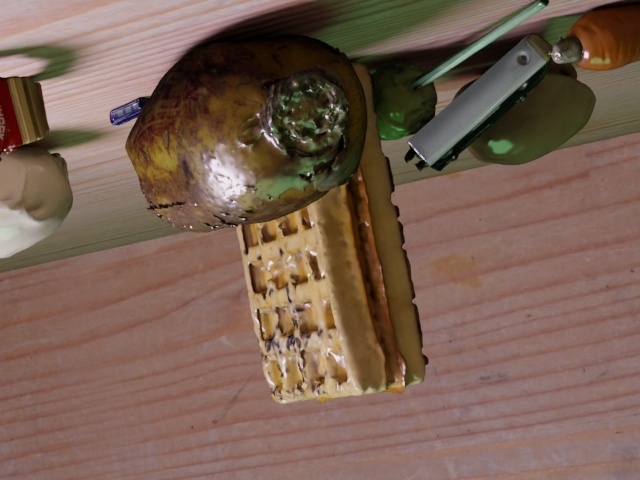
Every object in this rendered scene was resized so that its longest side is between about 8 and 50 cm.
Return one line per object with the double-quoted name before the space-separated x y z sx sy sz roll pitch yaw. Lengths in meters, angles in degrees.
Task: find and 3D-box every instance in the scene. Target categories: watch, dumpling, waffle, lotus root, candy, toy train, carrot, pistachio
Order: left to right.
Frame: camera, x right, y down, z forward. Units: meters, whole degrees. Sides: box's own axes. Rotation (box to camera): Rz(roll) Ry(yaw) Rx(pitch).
"watch" -0.330 -0.104 1.419 0.165 0.102 0.268 -13 -175 0
"dumpling" -0.382 -0.049 1.838 0.162 0.132 0.250 -20 -169 10
"toy train" -0.216 -0.142 1.710 0.017 0.017 0.083 -6 175 -37
"lotus root" -0.074 -0.106 1.486 0.196 0.179 0.397 -28 -173 -20
"waffle" 0.001 0.000 1.775 0.114 0.376 0.261 -9 175 -27
"candy" 0.143 -0.193 1.671 0.093 0.092 0.335 8 160 -27
"pistachio" 0.266 -0.168 2.025 0.223 0.126 0.152 -10 141 -37
"carrot" 0.396 -0.245 1.707 0.336 0.069 0.069 -17 180 -21

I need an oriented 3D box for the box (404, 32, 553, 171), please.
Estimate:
"box" 0.187 -0.153 1.806 0.211 0.045 0.270 -42 177 4
